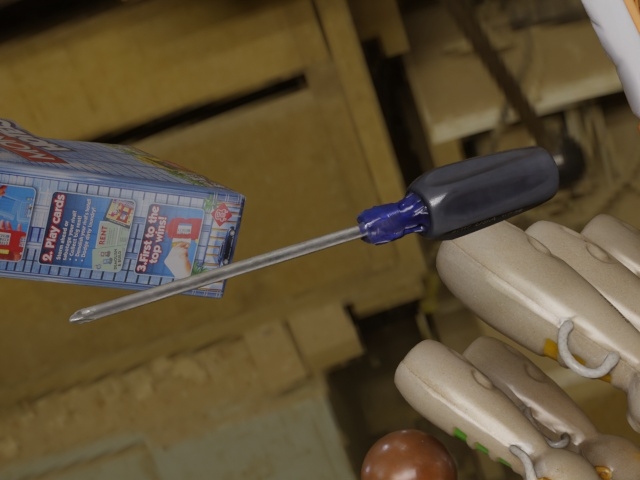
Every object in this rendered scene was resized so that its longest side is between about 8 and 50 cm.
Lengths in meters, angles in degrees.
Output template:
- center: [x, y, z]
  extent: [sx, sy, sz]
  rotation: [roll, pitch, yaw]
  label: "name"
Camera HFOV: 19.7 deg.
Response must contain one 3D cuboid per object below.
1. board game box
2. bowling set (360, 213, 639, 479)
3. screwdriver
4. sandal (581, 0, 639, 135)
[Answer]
- center: [-0.176, -0.027, 0.953]
  extent: [0.194, 0.060, 0.194]
  rotation: [3, 15, -45]
  label: "board game box"
- center: [0.133, 0.099, 1.004]
  extent: [0.154, 0.287, 0.200]
  rotation: [38, 109, 21]
  label: "bowling set"
- center: [0.000, 0.000, 0.574]
  extent: [0.170, 0.024, 0.025]
  rotation: [-16, 11, -19]
  label: "screwdriver"
- center: [0.184, -0.084, 0.885]
  extent: [0.076, 0.265, 0.102]
  rotation: [-20, 40, 17]
  label: "sandal"
